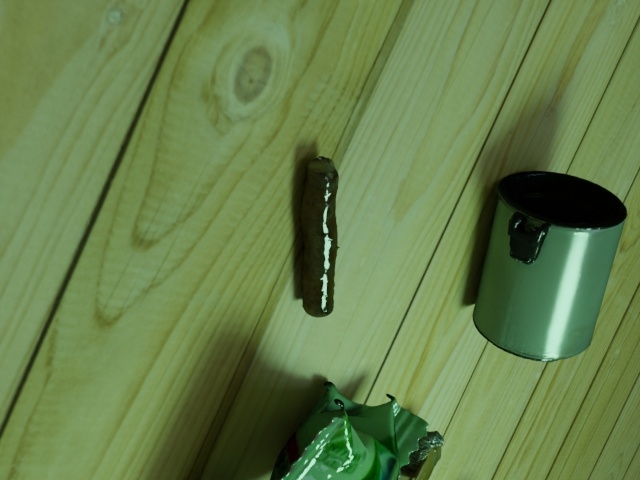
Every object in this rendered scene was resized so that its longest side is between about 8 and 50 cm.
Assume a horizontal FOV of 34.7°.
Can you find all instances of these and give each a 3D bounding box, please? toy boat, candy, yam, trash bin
[{"bbox_3d":[0.096,0.451,1.780,0.321,0.089,0.121,-49,139,-17],"label":"toy boat"},{"bbox_3d":[0.006,0.343,1.473,0.263,0.172,0.398,-62,161,2],"label":"candy"},{"bbox_3d":[0.000,0.000,1.364,0.057,0.056,0.241,-31,134,-39],"label":"yam"},{"bbox_3d":[0.391,0.041,1.775,0.277,0.217,0.263,-25,131,-45],"label":"trash bin"}]
